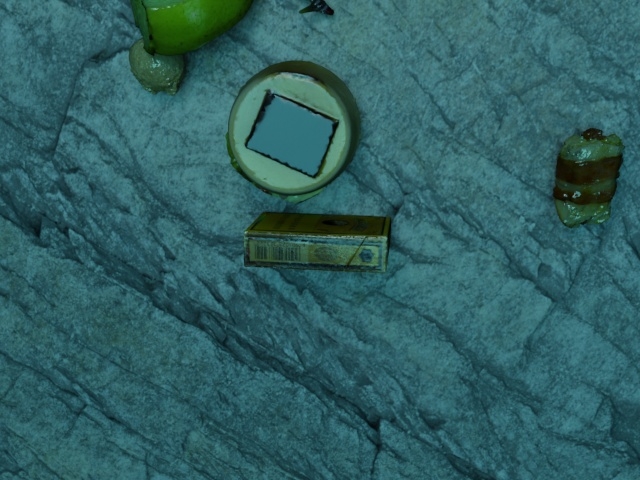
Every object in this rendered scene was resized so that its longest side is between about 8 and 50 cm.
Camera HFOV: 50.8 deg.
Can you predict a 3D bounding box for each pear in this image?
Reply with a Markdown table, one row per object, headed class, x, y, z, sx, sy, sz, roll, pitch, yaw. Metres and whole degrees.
| class | x | y | z | sx | sy | sz | roll | pitch | yaw |
| --- | --- | --- | --- | --- | --- | --- | --- | --- | --- |
| pear | -0.262 | -0.509 | 1.375 | 0.292 | 0.292 | 0.159 | 4 | 147 | 7 |

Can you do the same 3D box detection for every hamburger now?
| class | x | y | z | sx | sy | sz | roll | pitch | yaw |
| --- | --- | --- | --- | --- | --- | --- | --- | --- | --- |
| hamburger | -0.060 | -0.234 | 1.430 | 0.302 | 0.170 | 0.302 | 1 | 103 | 4 |

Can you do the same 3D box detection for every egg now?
| class | x | y | z | sx | sy | sz | roll | pitch | yaw |
| --- | --- | --- | --- | --- | --- | --- | --- | --- | --- |
| egg | -0.352 | -0.383 | 1.462 | 0.140 | 0.116 | 0.118 | 43 | 134 | 19 |

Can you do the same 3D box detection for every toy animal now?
| class | x | y | z | sx | sy | sz | roll | pitch | yaw |
| --- | --- | --- | --- | --- | --- | --- | --- | --- | --- |
| toy animal | -0.045 | -0.543 | 1.397 | 0.105 | 0.070 | 0.202 | -42 | 92 | -3 |

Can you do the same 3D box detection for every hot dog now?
| class | x | y | z | sx | sy | sz | roll | pitch | yaw |
| --- | --- | --- | --- | --- | --- | --- | --- | --- | --- |
| hot dog | 0.554 | -0.130 | 1.410 | 0.146 | 0.103 | 0.213 | 0 | 116 | -14 |

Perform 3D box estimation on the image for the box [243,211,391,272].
| class | x | y | z | sx | sy | sz | roll | pitch | yaw |
| --- | --- | --- | --- | --- | --- | --- | --- | --- | --- |
| box | 0.000 | 0.000 | 1.470 | 0.301 | 0.193 | 0.084 | 2 | 106 | 7 |
